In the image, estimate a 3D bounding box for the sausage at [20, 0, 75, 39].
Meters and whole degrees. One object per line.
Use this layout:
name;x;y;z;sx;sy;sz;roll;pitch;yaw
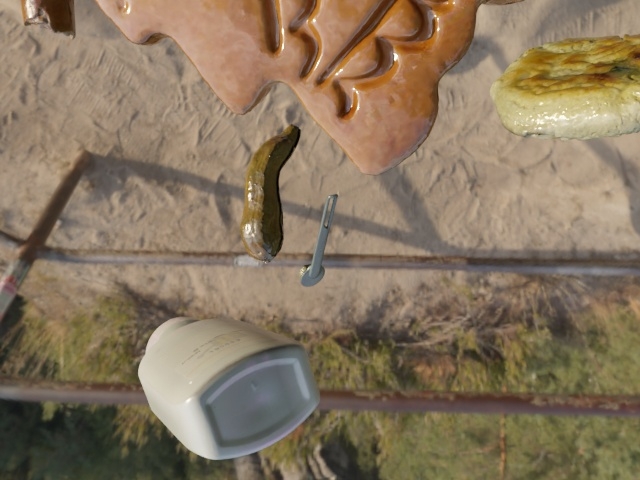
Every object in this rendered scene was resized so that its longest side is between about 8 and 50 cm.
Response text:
sausage;-0.386;-0.434;0.894;0.076;0.103;0.302;-9;118;-26

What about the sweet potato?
sweet potato;-0.085;-0.081;1.028;0.062;0.232;0.081;1;167;43

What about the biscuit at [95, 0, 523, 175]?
biscuit;-0.026;-0.186;0.376;0.307;0.043;0.283;7;104;2

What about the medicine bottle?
medicine bottle;-0.131;0.164;0.795;0.161;0.296;0.111;-21;102;-27

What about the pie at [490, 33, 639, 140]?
pie;0.391;-0.217;0.861;0.338;0.337;0.075;-10;116;13

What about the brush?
brush;0.000;0.000;1.369;0.062;0.027;0.266;-13;138;-29
